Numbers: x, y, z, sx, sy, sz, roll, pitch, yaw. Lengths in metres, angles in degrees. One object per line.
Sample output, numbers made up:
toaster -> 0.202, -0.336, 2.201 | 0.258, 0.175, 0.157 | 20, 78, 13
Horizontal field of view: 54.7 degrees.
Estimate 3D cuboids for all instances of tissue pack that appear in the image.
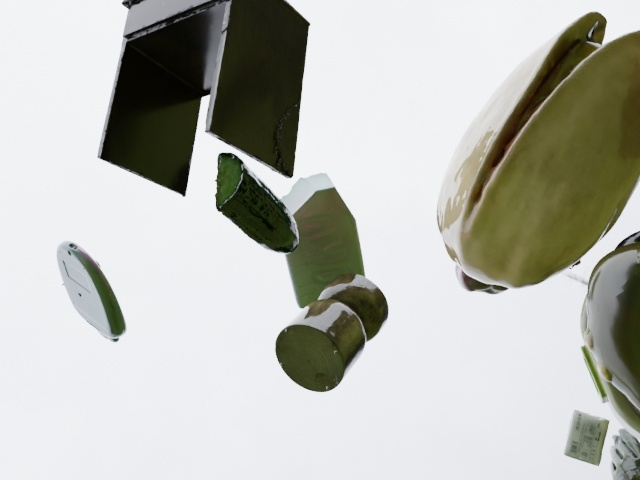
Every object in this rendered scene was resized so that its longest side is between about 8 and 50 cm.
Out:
tissue pack -> 0.468, 0.347, 1.091 | 0.042, 0.062, 0.083 | 40, -115, -63

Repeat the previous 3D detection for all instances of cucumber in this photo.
cucumber -> -0.102, -0.056, 1.150 | 0.244, 0.063, 0.115 | 45, -139, -49

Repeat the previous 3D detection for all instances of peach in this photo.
peach -> 0.416, 0.062, 1.568 | 0.152, 0.152, 0.152 | -14, -62, -28

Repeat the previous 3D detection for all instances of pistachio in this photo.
pistachio -> 0.252, -0.095, 0.697 | 0.214, 0.193, 0.317 | 2, -64, -49

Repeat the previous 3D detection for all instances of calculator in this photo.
calculator -> -0.505, 0.124, 1.367 | 0.041, 0.186, 0.298 | -40, -35, -36

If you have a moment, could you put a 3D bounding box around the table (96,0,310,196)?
table -> -0.181, -0.242, 0.971 | 0.196, 0.251, 0.281 | 27, -116, -52

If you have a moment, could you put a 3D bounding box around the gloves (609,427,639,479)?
gloves -> 0.778, 0.592, 1.513 | 0.135, 0.268, 0.107 | -12, -38, 8

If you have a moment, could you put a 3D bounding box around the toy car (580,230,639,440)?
toy car -> 0.308, 0.042, 0.426 | 0.248, 0.204, 0.198 | -21, -31, 16

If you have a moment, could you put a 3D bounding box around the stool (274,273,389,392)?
stool -> 0.033, 0.214, 1.474 | 0.264, 0.179, 0.179 | -41, -45, -53

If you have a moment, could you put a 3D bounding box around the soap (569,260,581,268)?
soap -> 0.367, -0.050, 0.948 | 0.182, 0.112, 0.289 | -24, -33, 2

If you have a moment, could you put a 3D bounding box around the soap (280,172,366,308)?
soap -> 0.000, 0.000, 1.678 | 0.208, 0.115, 0.346 | -13, -61, -3
